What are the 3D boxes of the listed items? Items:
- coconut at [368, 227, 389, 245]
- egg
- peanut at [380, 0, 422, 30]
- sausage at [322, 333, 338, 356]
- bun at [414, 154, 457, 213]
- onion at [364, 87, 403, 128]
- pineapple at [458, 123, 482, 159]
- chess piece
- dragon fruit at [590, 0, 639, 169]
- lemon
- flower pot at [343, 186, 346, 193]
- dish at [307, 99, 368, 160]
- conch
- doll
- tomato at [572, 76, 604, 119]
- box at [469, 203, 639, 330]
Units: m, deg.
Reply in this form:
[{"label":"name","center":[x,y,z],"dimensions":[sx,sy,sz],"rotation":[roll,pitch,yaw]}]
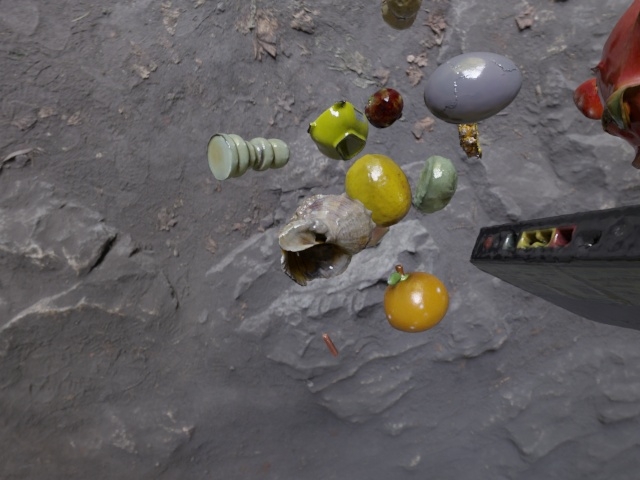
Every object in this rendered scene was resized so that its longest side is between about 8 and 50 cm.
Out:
[{"label":"coconut","center":[0.215,-0.103,1.873],"dimensions":[0.259,0.259,0.259],"rotation":[-5,123,-8]},{"label":"egg","center":[0.325,-0.328,0.874],"dimensions":[0.199,0.146,0.146],"rotation":[-9,127,22]},{"label":"peanut","center":[0.262,-0.764,1.297],"dimensions":[0.130,0.290,0.130],"rotation":[1,101,4]},{"label":"sausage","center":[0.052,0.535,2.058],"dimensions":[0.035,0.030,0.147],"rotation":[-17,114,29]},{"label":"bun","center":[0.389,-0.181,1.351],"dimensions":[0.118,0.195,0.195],"rotation":[15,119,-2]},{"label":"onion","center":[0.190,-0.384,1.180],"dimensions":[0.119,0.118,0.117],"rotation":[15,106,-20]},{"label":"pineapple","center":[0.557,-0.405,1.517],"dimensions":[0.076,0.225,0.224],"rotation":[-6,128,24]},{"label":"chess piece","center":[-0.199,-0.257,1.208],"dimensions":[0.243,0.133,0.133],"rotation":[-16,132,-42]},{"label":"dragon fruit","center":[0.516,-0.197,0.486],"dimensions":[0.305,0.225,0.305],"rotation":[11,128,14]},{"label":"lemon","center":[0.155,-0.127,1.063],"dimensions":[0.170,0.170,0.207],"rotation":[-30,102,9]},{"label":"flower pot","center":[0.198,-0.181,1.522],"dimensions":[0.108,0.229,0.103],"rotation":[11,89,-41]},{"label":"dish","center":[0.087,-0.386,1.513],"dimensions":[0.221,0.108,0.262],"rotation":[-37,154,15]},{"label":"conch","center":[0.000,0.000,0.786],"dimensions":[0.245,0.163,0.178],"rotation":[-15,107,-52]},{"label":"doll","center":[0.292,0.169,1.287],"dimensions":[0.213,0.213,0.236],"rotation":[-26,105,6]},{"label":"tomato","center":[0.870,-0.447,1.212],"dimensions":[0.174,0.166,0.082],"rotation":[-10,138,17]},{"label":"box","center":[0.309,0.039,0.383],"dimensions":[0.211,0.350,0.058],"rotation":[25,86,-5]}]
